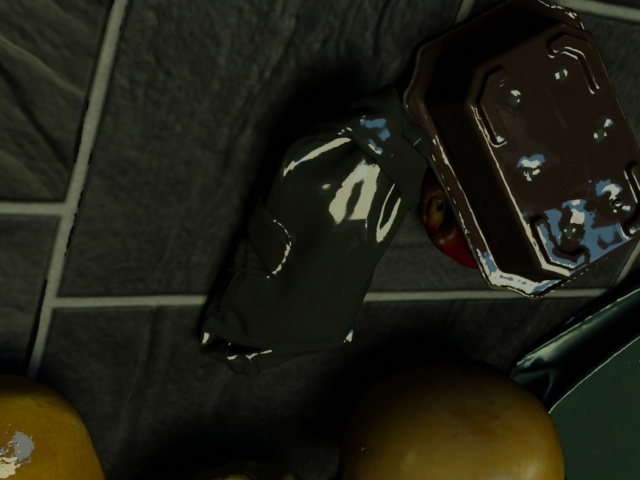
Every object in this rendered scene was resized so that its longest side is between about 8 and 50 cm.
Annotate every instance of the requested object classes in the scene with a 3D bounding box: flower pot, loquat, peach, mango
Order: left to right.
[{"bbox_3d":[-0.261,0.194,0.894,0.147,0.109,0.227,-39,137,0],"label":"mango"},{"bbox_3d":[0.129,0.232,1.075,0.235,0.235,0.235,-17,133,-19],"label":"loquat"},{"bbox_3d":[0.180,-0.038,0.980,0.172,0.092,0.127,-18,130,-15],"label":"peach"},{"bbox_3d":[0.191,-0.075,0.877,0.179,0.084,0.250,-29,103,-9],"label":"flower pot"}]

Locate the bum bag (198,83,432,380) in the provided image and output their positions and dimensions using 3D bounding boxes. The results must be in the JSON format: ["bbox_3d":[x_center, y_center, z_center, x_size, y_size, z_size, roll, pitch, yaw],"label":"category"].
[{"bbox_3d":[0.000,0.000,0.914,0.142,0.079,0.326,9,128,-25],"label":"bum bag"}]

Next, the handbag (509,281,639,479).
[{"bbox_3d":[0.376,0.202,1.303,0.238,0.089,0.326,-36,135,-1],"label":"handbag"}]

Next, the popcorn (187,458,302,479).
[{"bbox_3d":[-0.067,0.337,1.039,0.249,0.225,0.249,5,82,-41],"label":"popcorn"}]
